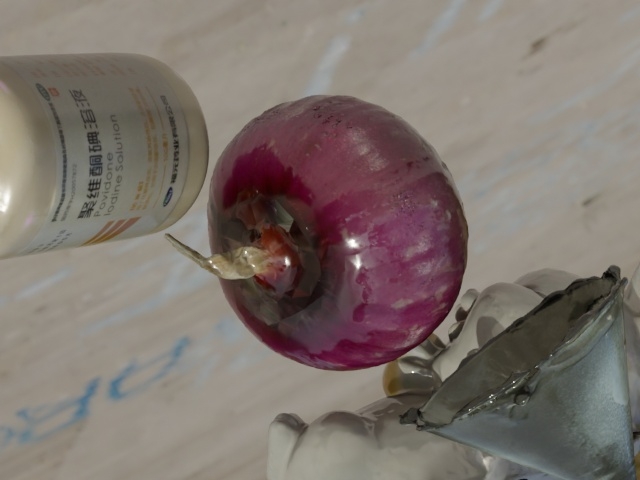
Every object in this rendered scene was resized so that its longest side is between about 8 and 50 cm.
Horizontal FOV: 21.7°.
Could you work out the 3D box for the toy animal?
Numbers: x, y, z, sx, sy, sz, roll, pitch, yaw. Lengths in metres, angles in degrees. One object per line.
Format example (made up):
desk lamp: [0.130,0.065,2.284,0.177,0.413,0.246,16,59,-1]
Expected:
toy animal: [0.122,0.114,1.079,0.325,0.154,0.208,-19,149,-19]

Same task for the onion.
onion: [0.008,-0.003,1.037,0.177,0.177,0.153,-38,-172,28]

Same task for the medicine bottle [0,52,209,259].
medicine bottle: [-0.177,-0.046,0.925,0.114,0.114,0.252,-39,163,32]

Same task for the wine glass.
wine glass: [0.138,0.116,0.747,0.122,0.183,0.122,-36,-175,4]
